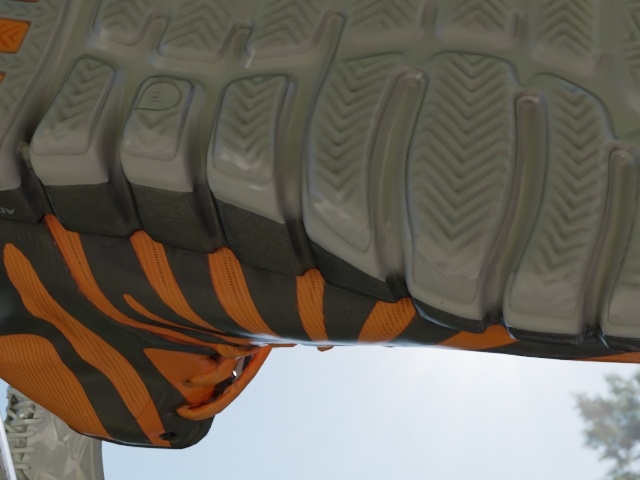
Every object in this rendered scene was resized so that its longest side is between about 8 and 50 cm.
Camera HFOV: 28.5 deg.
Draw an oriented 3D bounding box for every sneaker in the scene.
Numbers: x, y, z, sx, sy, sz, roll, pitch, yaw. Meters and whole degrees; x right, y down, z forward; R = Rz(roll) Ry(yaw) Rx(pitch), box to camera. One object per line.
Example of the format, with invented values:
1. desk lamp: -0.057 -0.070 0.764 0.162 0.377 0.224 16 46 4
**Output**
1. sneaker: -0.334 0.235 1.421 0.169 0.108 0.292 -32 -56 -49
2. sneaker: 0.000 0.000 0.426 0.321 0.124 0.180 12 -33 13

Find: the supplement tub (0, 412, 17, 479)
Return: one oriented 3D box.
1. supplement tub: -0.313 0.185 0.812 0.235 0.235 0.324 -14 -79 -17
